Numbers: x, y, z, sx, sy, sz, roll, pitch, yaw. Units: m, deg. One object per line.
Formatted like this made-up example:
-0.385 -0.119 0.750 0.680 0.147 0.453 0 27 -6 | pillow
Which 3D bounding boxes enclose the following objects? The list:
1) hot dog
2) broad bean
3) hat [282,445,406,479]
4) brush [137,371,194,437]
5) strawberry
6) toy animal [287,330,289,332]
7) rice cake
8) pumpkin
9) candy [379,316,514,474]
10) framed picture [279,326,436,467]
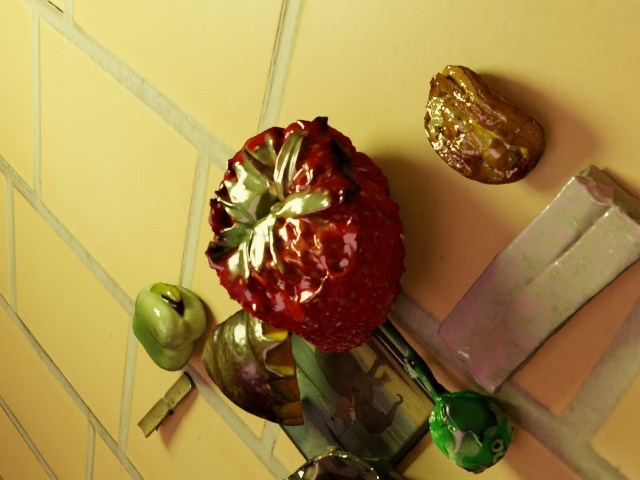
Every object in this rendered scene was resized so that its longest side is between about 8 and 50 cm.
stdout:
0.164 -0.122 0.773 0.147 0.065 0.099 46 145 21 | hot dog
-0.291 0.155 1.375 0.169 0.100 0.228 55 140 25 | broad bean
0.101 0.486 1.073 0.381 0.258 0.366 39 151 -31 | hat
-0.317 0.340 1.538 0.043 0.036 0.248 51 131 12 | brush
-0.003 0.001 0.915 0.261 0.257 0.261 -18 60 35 | strawberry
-0.071 0.084 1.118 0.220 0.069 0.086 -66 34 38 | toy animal
0.230 0.050 0.788 0.106 0.050 0.298 49 137 19 | rice cake
-0.104 0.197 1.069 0.131 0.149 0.254 -96 0 -53 | pumpkin
0.119 0.155 0.953 0.323 0.097 0.097 50 138 32 | candy
0.028 0.242 1.126 0.265 0.016 0.347 49 137 20 | framed picture
